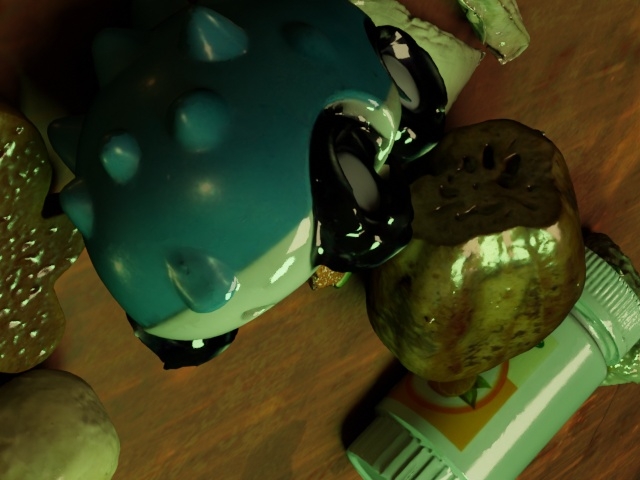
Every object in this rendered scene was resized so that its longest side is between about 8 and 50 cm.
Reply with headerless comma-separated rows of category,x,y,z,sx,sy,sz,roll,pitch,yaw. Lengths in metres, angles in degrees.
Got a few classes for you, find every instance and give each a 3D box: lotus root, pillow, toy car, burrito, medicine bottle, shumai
lotus root,0.123,0.012,1.221,0.193,0.193,0.291,-41,161,-21
pillow,0.038,-0.108,1.070,0.148,0.050,0.229,-52,157,12
toy car,-0.053,-0.062,0.836,0.188,0.190,0.255,-32,-162,32
burrito,0.131,-0.187,1.123,0.041,0.055,0.149,-11,156,18
medicine bottle,0.180,0.153,1.488,0.318,0.158,0.158,-46,153,-13
shumai,0.293,0.087,1.658,0.142,0.184,0.184,-17,145,-6

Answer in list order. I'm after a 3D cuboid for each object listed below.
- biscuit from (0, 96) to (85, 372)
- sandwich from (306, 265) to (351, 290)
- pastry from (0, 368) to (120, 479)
biscuit,-0.213,0.011,0.830,0.180,0.039,0.236,-31,147,-28
sandwich,0.002,0.000,1.163,0.067,0.029,0.135,-44,154,-4
pastry,-0.204,0.157,0.955,0.156,0.092,0.156,-34,167,-9
